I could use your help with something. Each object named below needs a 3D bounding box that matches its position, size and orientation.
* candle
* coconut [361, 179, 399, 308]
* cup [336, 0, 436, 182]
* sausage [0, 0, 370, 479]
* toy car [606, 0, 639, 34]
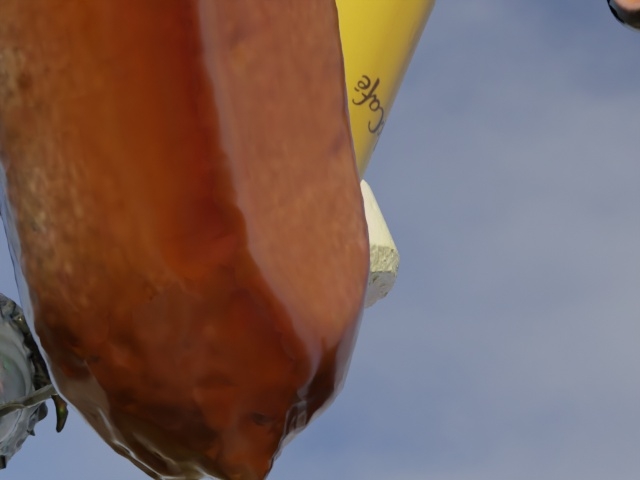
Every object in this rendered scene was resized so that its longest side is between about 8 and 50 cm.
[{"bbox_3d":[-0.321,0.109,1.534,0.330,0.187,0.187,25,-32,45],"label":"candle"},{"bbox_3d":[0.000,0.000,1.941,0.152,0.147,0.147,67,-26,23],"label":"coconut"},{"bbox_3d":[-0.032,-0.100,1.183,0.196,0.279,0.196,23,-27,13],"label":"cup"},{"bbox_3d":[-0.052,-0.108,0.493,0.097,0.094,0.348,-6,-85,28],"label":"sausage"},{"bbox_3d":[0.239,-0.195,0.838,0.180,0.270,0.212,16,-49,-31],"label":"toy car"}]
